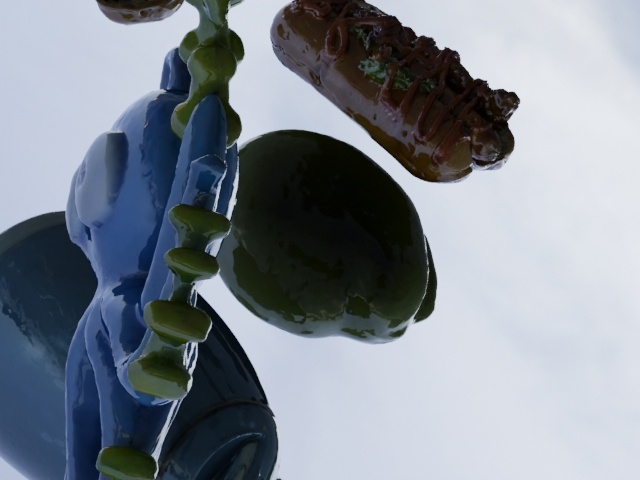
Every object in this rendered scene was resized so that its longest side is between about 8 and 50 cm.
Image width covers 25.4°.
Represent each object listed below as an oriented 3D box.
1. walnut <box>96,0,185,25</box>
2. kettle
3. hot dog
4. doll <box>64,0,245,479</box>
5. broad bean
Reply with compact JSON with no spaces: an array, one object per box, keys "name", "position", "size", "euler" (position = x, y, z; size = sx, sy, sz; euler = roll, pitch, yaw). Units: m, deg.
[{"name":"walnut","position":[-0.211,-0.291,1.708],"size":[0.052,0.121,0.091],"euler":[81,180,-50]},{"name":"kettle","position":[-0.153,0.166,1.341],"size":[0.342,0.247,0.319],"euler":[32,172,40]},{"name":"hot dog","position":[0.085,-0.194,1.643],"size":[0.158,0.117,0.349],"euler":[-13,-137,-36]},{"name":"doll","position":[-0.119,0.043,0.849],"size":[0.099,0.346,0.341],"euler":[15,-106,-8]},{"name":"broad bean","position":[0.000,0.000,1.590],"size":[0.291,0.119,0.238],"euler":[45,-114,11]}]
